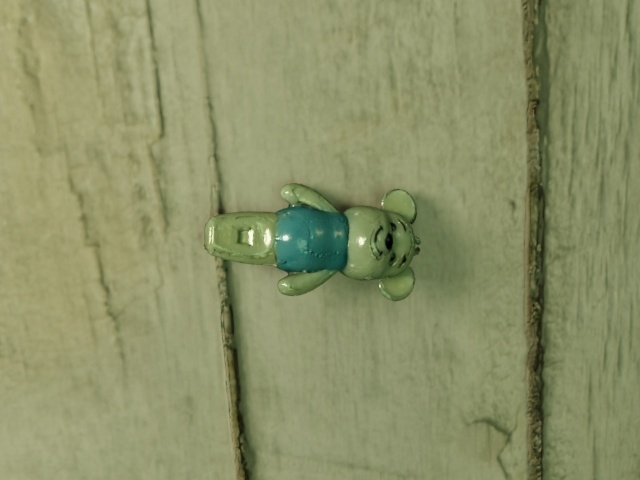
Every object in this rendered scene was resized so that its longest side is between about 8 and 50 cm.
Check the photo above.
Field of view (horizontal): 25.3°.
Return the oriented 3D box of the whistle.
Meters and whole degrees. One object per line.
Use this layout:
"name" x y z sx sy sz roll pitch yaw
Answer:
"whistle" 0.000 0.000 1.385 0.235 0.077 0.114 3 89 -29
